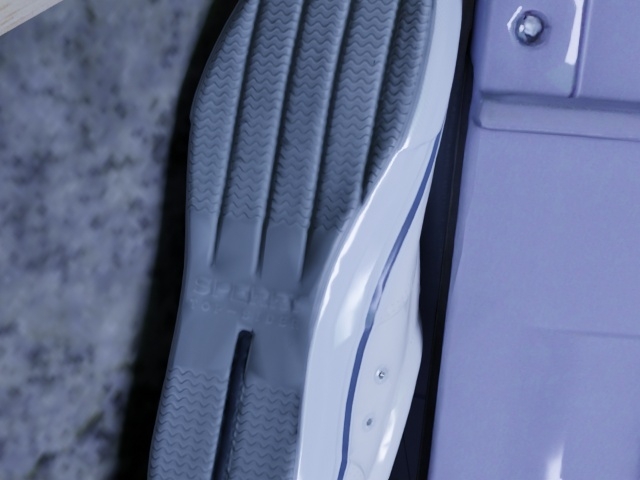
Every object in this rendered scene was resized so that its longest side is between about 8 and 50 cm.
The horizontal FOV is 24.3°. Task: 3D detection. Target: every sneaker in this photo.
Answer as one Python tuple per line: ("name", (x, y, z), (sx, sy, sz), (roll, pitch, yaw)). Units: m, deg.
("sneaker", (0.000, 0.000, 0.561), (0.091, 0.094, 0.258), (13, 93, -64))

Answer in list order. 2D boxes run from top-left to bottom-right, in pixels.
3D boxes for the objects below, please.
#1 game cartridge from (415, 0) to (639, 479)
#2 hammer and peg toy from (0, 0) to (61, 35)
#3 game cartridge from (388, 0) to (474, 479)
("game cartridge", (0.156, 0.066, 0.579), (0.068, 0.230, 0.355), (-80, 175, -74))
("hammer and peg toy", (-0.162, -0.126, 0.263), (0.361, 0.127, 0.266), (-37, 124, -34))
("game cartridge", (0.101, -0.026, 0.670), (0.196, 0.060, 0.294), (-4, 100, -48))
